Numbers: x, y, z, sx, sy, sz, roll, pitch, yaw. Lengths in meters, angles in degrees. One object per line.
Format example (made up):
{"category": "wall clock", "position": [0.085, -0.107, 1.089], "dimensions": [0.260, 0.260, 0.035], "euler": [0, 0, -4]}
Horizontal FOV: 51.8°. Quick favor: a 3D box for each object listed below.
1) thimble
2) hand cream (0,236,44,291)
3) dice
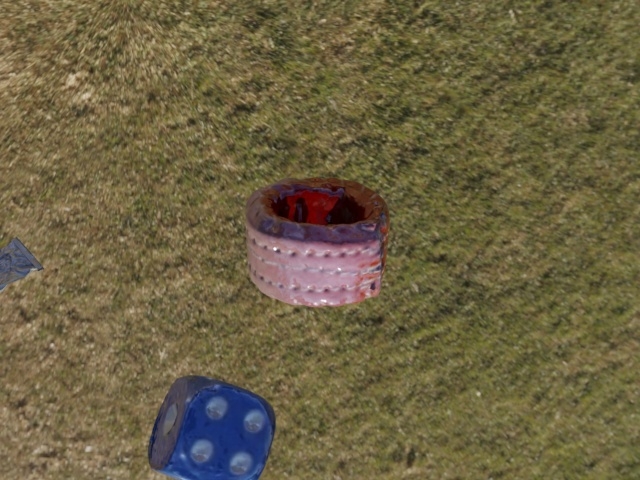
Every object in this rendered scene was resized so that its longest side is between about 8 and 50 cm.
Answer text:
{"category": "thimble", "position": [-0.005, -0.003, 0.874], "dimensions": [0.190, 0.163, 0.125], "euler": [7, 122, 9]}
{"category": "hand cream", "position": [-0.612, 0.102, 1.152], "dimensions": [0.084, 0.050, 0.257], "euler": [41, 72, 14]}
{"category": "dice", "position": [-0.162, 0.286, 0.970], "dimensions": [0.146, 0.143, 0.146], "euler": [28, 67, -24]}
